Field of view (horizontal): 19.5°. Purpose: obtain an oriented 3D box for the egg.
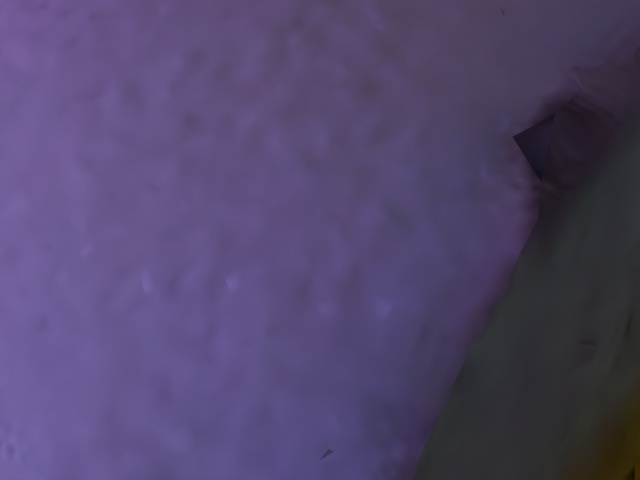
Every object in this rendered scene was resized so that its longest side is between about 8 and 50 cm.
[{"bbox_3d":[-0.037,0.026,0.522,0.340,0.354,0.354,23,-175,31],"label":"egg"}]
